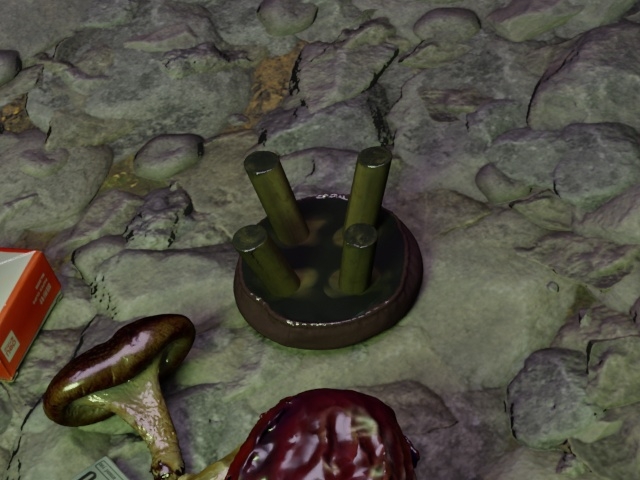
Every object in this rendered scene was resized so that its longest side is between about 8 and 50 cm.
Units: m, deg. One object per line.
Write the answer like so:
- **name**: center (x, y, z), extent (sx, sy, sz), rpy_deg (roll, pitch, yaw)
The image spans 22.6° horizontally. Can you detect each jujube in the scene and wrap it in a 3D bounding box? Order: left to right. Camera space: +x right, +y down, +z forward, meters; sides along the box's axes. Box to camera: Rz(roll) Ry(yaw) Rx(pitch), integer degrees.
- **jujube**: center (-0.009, 0.357, 1.820), extent (0.258, 0.258, 0.376), rpy_deg (0, 50, 13)

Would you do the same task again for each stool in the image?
- **stool**: center (0.000, 0.000, 2.204), extent (0.272, 0.178, 0.272), rpy_deg (-6, 46, 6)

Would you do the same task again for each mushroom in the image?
- **mushroom**: center (-0.222, 0.224, 2.104), extent (0.227, 0.148, 0.217), rpy_deg (-36, 68, -8)

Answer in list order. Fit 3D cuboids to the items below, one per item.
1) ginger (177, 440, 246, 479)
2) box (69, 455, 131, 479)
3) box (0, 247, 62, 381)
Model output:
- **ginger**: center (-0.065, 0.292, 2.009), extent (0.295, 0.086, 0.131), rpy_deg (-26, 50, -10)
- **box**: center (-0.263, 0.362, 2.023), extent (0.115, 0.036, 0.177), rpy_deg (-37, 51, -20)
- **box**: center (-0.468, 0.101, 2.278), extent (0.133, 0.099, 0.182), rpy_deg (5, 50, 21)
